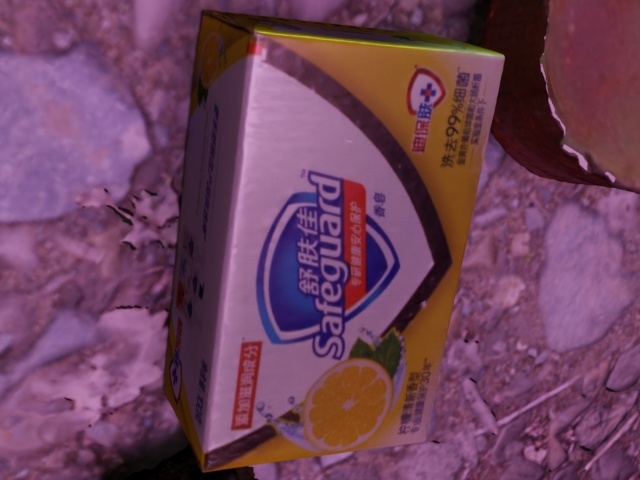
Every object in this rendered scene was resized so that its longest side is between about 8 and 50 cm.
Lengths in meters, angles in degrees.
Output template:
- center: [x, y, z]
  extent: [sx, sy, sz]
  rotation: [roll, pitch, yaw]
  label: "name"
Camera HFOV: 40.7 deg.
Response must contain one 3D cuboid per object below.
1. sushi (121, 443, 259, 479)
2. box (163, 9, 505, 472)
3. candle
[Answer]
- center: [-0.065, 0.244, 0.575]
  extent: [0.114, 0.147, 0.213]
  rotation: [-19, 113, -19]
  label: "sushi"
- center: [0.000, 0.000, 0.540]
  extent: [0.168, 0.097, 0.265]
  rotation: [1, 109, -28]
  label: "box"
- center: [0.242, -0.182, 0.578]
  extent: [0.316, 0.131, 0.287]
  rotation: [-20, 105, -16]
  label: "candle"
